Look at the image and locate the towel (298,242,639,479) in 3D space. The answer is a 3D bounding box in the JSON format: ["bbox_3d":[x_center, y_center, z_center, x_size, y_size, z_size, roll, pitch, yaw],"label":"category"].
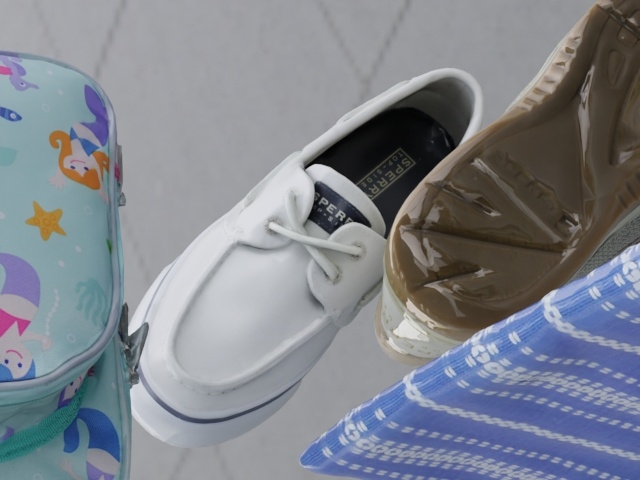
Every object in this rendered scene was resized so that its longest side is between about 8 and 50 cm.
[{"bbox_3d":[0.188,0.048,0.670,0.336,0.243,0.040,-34,49,42],"label":"towel"}]

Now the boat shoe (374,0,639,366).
[{"bbox_3d":[0.143,-0.044,0.941,0.109,0.302,0.098,46,158,10],"label":"boat shoe"}]

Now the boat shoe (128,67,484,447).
[{"bbox_3d":[0.000,0.000,0.973,0.096,0.267,0.088,45,145,8],"label":"boat shoe"}]

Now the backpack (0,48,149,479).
[{"bbox_3d":[-0.182,0.043,0.726,0.191,0.225,0.254,132,140,-51],"label":"backpack"}]
